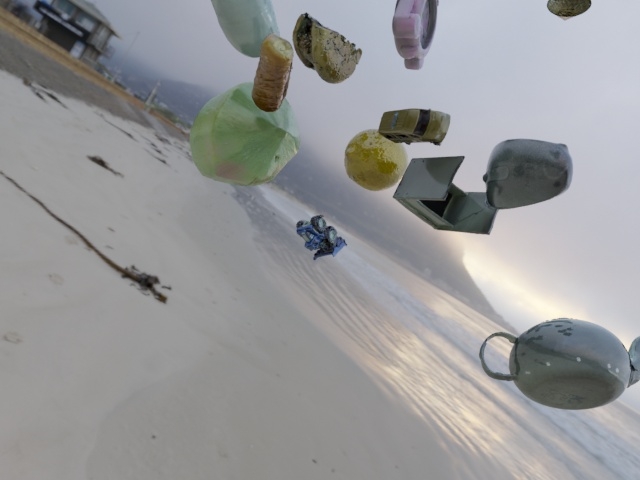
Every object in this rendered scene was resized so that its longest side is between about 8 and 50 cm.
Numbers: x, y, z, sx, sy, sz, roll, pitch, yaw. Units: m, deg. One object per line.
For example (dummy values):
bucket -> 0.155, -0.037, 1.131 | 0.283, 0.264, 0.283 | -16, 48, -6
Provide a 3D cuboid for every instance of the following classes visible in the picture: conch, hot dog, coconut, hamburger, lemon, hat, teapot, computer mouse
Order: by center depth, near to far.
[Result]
teapot -> 0.436, 0.213, 0.854 | 0.295, 0.129, 0.193 | 1, -42, 13
hot dog -> -0.112, -0.360, 1.074 | 0.088, 0.061, 0.286 | 30, -14, -1
conch -> -0.193, -0.561, 1.176 | 0.185, 0.121, 0.220 | -18, -83, 57
coconut -> -0.209, -0.295, 1.369 | 0.329, 0.281, 0.328 | -12, 13, 3
computer mouse -> 0.551, -0.190, 1.373 | 0.114, 0.203, 0.374 | -1, 1, -13
hat -> 0.891, -0.825, 1.738 | 0.146, 0.146, 0.067 | 33, -20, 30
hamburger -> 0.017, -0.716, 1.831 | 0.168, 0.192, 0.288 | 35, 17, 37
lemon -> 0.222, -0.322, 1.928 | 0.268, 0.267, 0.267 | 32, 2, -1

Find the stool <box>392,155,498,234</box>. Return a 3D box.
stool -> 0.438, -0.154, 1.652 | 0.244, 0.170, 0.270 | 31, -10, -28

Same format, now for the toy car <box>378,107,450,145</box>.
toy car -> 0.301, -0.373, 1.566 | 0.125, 0.101, 0.257 | 14, 3, -28

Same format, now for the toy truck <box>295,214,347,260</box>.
toy truck -> 0.000, 0.000, 1.921 | 0.113, 0.126, 0.208 | -15, -43, 41

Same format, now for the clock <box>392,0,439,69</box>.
clock -> 0.385, -0.866, 1.916 | 0.114, 0.295, 0.322 | 16, -13, 23
